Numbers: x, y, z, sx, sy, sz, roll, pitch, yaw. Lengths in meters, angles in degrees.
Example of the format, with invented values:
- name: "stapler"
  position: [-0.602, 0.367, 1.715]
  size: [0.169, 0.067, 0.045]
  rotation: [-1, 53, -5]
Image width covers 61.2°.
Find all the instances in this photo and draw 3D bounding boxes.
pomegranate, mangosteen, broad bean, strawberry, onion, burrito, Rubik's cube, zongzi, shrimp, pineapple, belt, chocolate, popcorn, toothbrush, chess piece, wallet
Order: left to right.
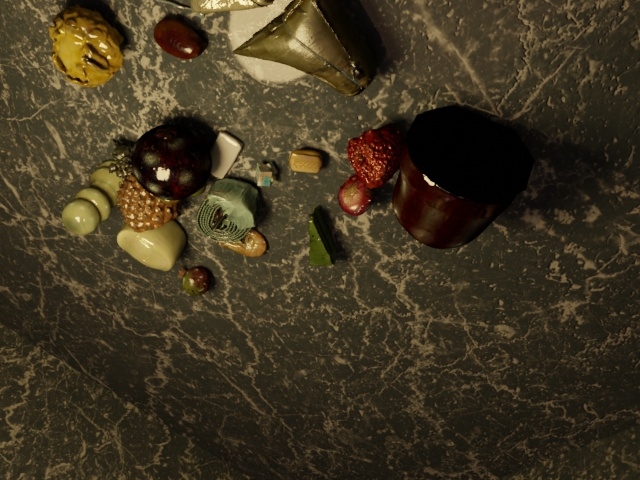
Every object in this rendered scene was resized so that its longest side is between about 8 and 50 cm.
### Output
- name: "popcorn"
  position: [-0.748, -0.615, 1.739]
  size: [0.250, 0.190, 0.250]
  rotation: [9, 135, 9]
- name: "chess piece"
  position: [-0.845, -0.148, 2.039]
  size: [0.182, 0.330, 0.182]
  rotation: [9, 129, 11]
- name: "pineapple"
  position: [-0.669, -0.220, 2.011]
  size: [0.223, 0.223, 0.357]
  rotation: [-13, 104, 27]
- name: "mangosteen"
  position: [-0.509, -0.259, 1.874]
  size: [0.288, 0.288, 0.288]
  rotation: [9, 129, 12]
- name: "toothbrush"
  position: [-0.446, -0.723, 1.664]
  size: [0.193, 0.013, 0.019]
  rotation: [21, 139, 2]
- name: "broad bean"
  position: [-0.445, -0.630, 1.695]
  size: [0.165, 0.084, 0.114]
  rotation: [35, 113, -1]
- name: "pomegranate"
  position: [-0.539, 0.166, 2.327]
  size: [0.129, 0.159, 0.129]
  rotation: [-14, 121, -24]
- name: "wallet"
  position: [-0.353, -0.303, 1.946]
  size: [0.095, 0.033, 0.190]
  rotation: [33, 129, -6]
- name: "belt"
  position: [-0.341, -0.110, 2.015]
  size: [0.207, 0.150, 0.257]
  rotation: [30, 132, -16]
- name: "burrito"
  position: [-0.263, -0.710, 1.581]
  size: [0.275, 0.059, 0.082]
  rotation: [4, 136, 14]
- name: "shrimp"
  position: [-0.327, -0.003, 2.155]
  size: [0.236, 0.053, 0.133]
  rotation: [14, 132, 4]
- name: "Rubik's cube"
  position: [-0.189, -0.238, 1.917]
  size: [0.073, 0.084, 0.075]
  rotation: [1, 149, -15]
- name: "zongzi"
  position: [-0.045, -0.523, 1.585]
  size: [0.360, 0.160, 0.323]
  rotation: [-23, 115, 31]
- name: "onion"
  position: [0.143, -0.149, 1.852]
  size: [0.150, 0.150, 0.140]
  rotation: [-30, 148, 34]
- name: "strawberry"
  position: [0.176, -0.255, 1.700]
  size: [0.187, 0.201, 0.184]
  rotation: [3, 154, -2]
- name: "chocolate"
  position: [0.393, -0.153, 1.634]
  size: [0.383, 0.384, 0.331]
  rotation: [18, 146, 5]

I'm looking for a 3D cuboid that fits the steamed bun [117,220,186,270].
- name: "steamed bun"
  position: [-0.670, -0.008, 2.171]
  size: [0.250, 0.200, 0.155]
  rotation: [31, 129, -10]

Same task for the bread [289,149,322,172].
- name: "bread"
  position: [-0.048, -0.275, 1.848]
  size: [0.115, 0.056, 0.082]
  rotation: [5, 128, 7]

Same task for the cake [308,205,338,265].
- name: "cake"
  position: [0.011, -0.013, 2.002]
  size: [0.099, 0.100, 0.235]
  rotation: [8, 129, 11]
